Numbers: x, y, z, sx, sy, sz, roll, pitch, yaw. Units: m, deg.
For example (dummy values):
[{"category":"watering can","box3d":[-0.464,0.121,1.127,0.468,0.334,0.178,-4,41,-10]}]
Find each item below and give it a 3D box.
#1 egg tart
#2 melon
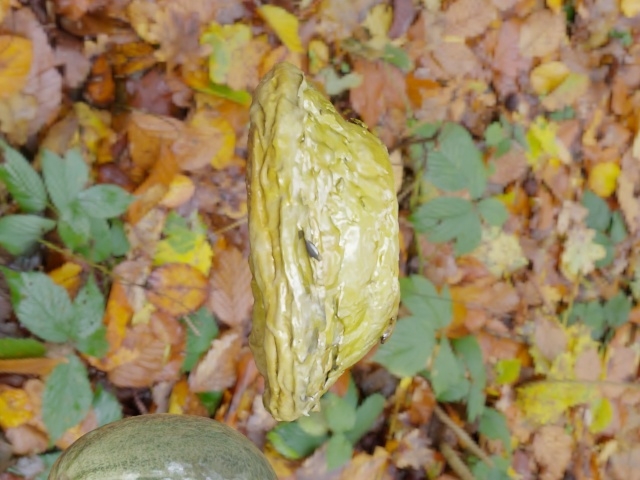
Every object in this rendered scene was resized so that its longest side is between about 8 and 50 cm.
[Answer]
[{"category":"egg tart","box3d":[0.000,0.000,0.785,0.294,0.123,0.294,178,-90,-84]},{"category":"melon","box3d":[-0.194,0.342,1.220,0.329,0.248,0.248,24,77,-44]}]
